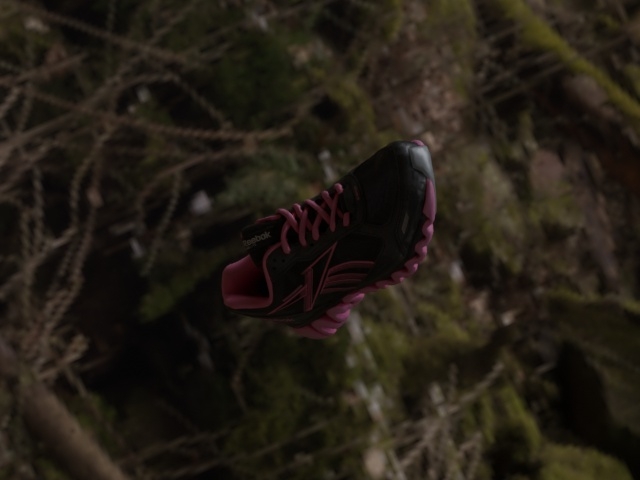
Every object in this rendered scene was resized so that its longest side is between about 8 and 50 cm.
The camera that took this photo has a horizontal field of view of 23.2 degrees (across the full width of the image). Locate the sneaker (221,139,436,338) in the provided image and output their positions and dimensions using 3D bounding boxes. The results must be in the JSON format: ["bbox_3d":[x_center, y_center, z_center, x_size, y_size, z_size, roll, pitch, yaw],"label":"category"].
[{"bbox_3d":[0.000,0.000,0.606,0.119,0.057,0.047,-48,-141,45],"label":"sneaker"}]
